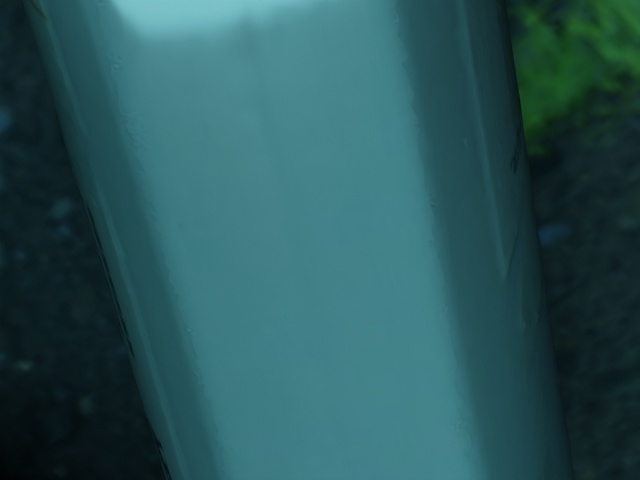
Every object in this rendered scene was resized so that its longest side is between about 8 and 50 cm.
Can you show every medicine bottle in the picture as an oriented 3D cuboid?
[{"bbox_3d":[0.000,0.000,0.488,0.111,0.161,0.296,-11,126,4],"label":"medicine bottle"}]
